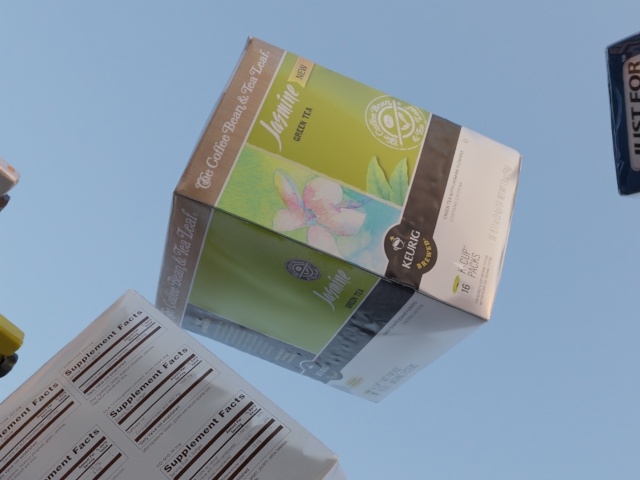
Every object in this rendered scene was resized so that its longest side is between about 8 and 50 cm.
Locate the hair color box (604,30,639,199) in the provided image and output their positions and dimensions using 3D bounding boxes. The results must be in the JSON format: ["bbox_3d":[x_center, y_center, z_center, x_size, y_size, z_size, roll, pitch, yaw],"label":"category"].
[{"bbox_3d":[0.340,-0.094,0.359,0.347,0.173,0.105,-16,-109,56],"label":"hair color box"}]

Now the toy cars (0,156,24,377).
[{"bbox_3d":[-0.412,0.037,0.827,0.176,0.087,0.394,8,-59,-7],"label":"toy cars"}]

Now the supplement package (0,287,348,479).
[{"bbox_3d":[-0.086,0.179,0.490,0.203,0.149,0.194,30,-26,36],"label":"supplement package"}]

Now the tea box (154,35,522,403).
[{"bbox_3d":[0.000,0.000,0.865,0.323,0.220,0.329,22,-30,-6],"label":"tea box"}]
